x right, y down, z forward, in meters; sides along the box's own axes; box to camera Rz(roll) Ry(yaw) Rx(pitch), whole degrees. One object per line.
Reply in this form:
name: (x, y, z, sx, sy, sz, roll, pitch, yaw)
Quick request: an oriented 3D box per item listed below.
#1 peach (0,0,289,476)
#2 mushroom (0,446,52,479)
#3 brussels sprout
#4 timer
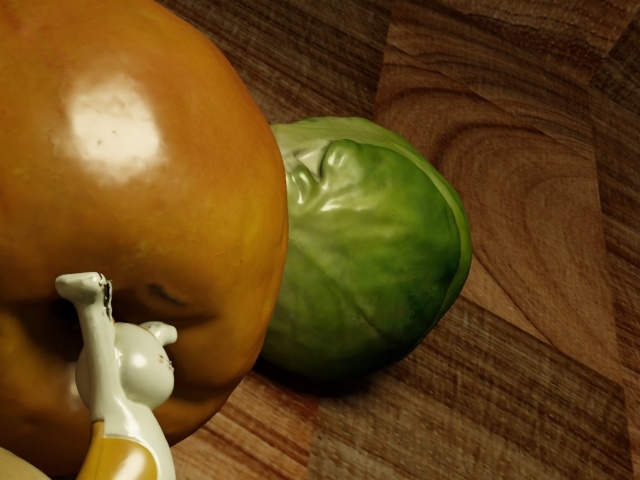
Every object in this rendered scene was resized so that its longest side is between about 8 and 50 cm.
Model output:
peach: (-0.191, -0.019, 1.327, 0.343, 0.343, 0.302, 19, 28, -30)
mushroom: (-0.192, 0.242, 0.906, 0.290, 0.292, 0.292, 47, 12, -31)
brussels sprout: (0.000, 0.000, 1.684, 0.271, 0.219, 0.210, 34, 13, -41)
timer: (-0.113, 0.160, 1.108, 0.175, 0.175, 0.266, 12, 68, -41)
